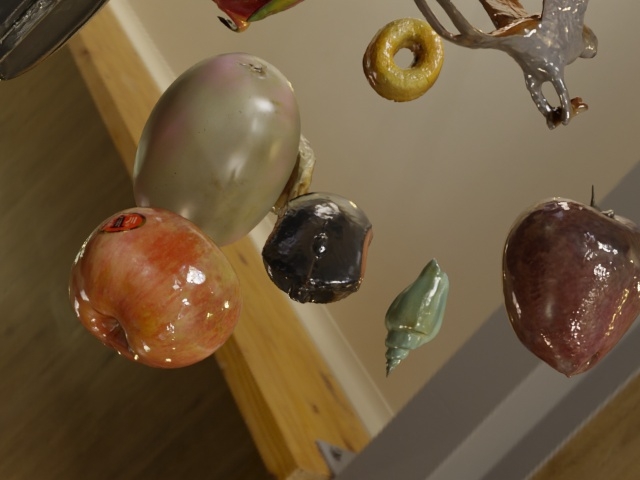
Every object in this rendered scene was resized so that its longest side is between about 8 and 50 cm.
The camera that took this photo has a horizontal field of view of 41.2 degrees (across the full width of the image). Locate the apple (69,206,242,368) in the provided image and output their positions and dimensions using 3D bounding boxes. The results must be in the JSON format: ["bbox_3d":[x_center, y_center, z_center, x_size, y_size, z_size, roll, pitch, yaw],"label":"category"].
[{"bbox_3d":[-0.201,0.058,1.026,0.209,0.209,0.164,11,-130,46],"label":"apple"}]

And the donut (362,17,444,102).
[{"bbox_3d":[0.150,-0.323,1.506,0.058,0.151,0.152,146,-31,-82],"label":"donut"}]

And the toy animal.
[{"bbox_3d":[0.243,-0.252,1.007,0.225,0.302,0.284,0,-145,50],"label":"toy animal"}]

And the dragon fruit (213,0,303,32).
[{"bbox_3d":[-0.159,-0.537,1.591,0.189,0.291,0.291,-31,-133,4],"label":"dragon fruit"}]

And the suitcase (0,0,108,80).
[{"bbox_3d":[-0.321,-0.322,0.939,0.283,0.194,0.434,-47,-158,-4],"label":"suitcase"}]

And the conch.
[{"bbox_3d":[0.138,0.115,1.203,0.180,0.088,0.065,-62,-163,-3],"label":"conch"}]

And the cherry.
[{"bbox_3d":[0.405,0.064,1.360,0.221,0.261,0.308,2,-100,55],"label":"cherry"}]

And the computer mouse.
[{"bbox_3d":[0.001,-0.005,1.527,0.323,0.182,0.116,-73,179,-62],"label":"computer mouse"}]

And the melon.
[{"bbox_3d":[-0.153,-0.123,1.244,0.317,0.223,0.223,-57,-143,37],"label":"melon"}]

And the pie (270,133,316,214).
[{"bbox_3d":[-0.081,-0.149,1.885,0.205,0.084,0.179,58,-45,38],"label":"pie"}]
